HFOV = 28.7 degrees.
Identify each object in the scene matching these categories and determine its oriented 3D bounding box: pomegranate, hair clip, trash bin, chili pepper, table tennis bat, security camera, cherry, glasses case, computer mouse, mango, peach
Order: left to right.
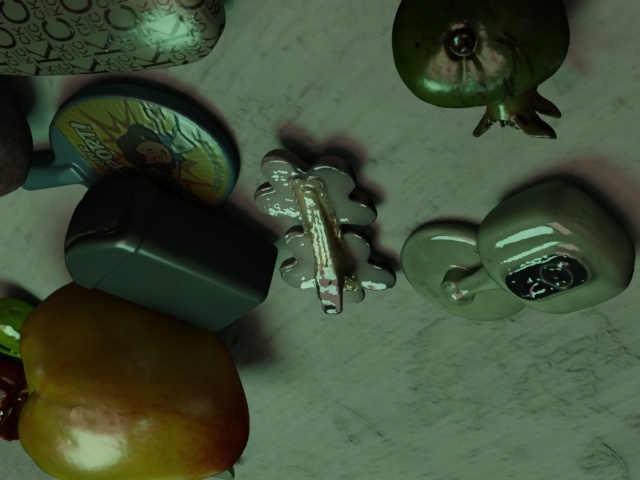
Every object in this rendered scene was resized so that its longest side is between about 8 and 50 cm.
[{"bbox_3d":[-0.457,-0.136,1.456,0.266,0.183,0.213,37,156,-31],"label":"cherry"},{"bbox_3d":[-0.637,0.225,2.047,0.338,0.131,0.134,13,167,11],"label":"chili pepper"},{"bbox_3d":[-0.436,0.141,1.880,0.091,0.074,0.165,-17,139,35],"label":"mango"},{"bbox_3d":[-0.260,-0.240,1.298,0.355,0.085,0.137,2,136,28],"label":"glasses case"},{"bbox_3d":[-0.244,-0.098,1.501,0.329,0.044,0.215,-6,138,34],"label":"table tennis bat"},{"bbox_3d":[-0.247,0.193,1.671,0.308,0.289,0.289,2,147,-17],"label":"peach"},{"bbox_3d":[-0.192,0.018,1.527,0.236,0.101,0.177,25,148,-22],"label":"trash bin"},{"bbox_3d":[-0.176,0.359,2.025,0.110,0.032,0.056,-5,134,49],"label":"computer mouse"},{"bbox_3d":[0.002,-0.006,1.451,0.146,0.075,0.257,4,132,23],"label":"hair clip"},{"bbox_3d":[0.151,-0.161,1.124,0.152,0.131,0.191,2,145,24],"label":"pomegranate"},{"bbox_3d":[0.202,0.033,1.376,0.157,0.080,0.301,40,144,-20],"label":"security camera"}]
